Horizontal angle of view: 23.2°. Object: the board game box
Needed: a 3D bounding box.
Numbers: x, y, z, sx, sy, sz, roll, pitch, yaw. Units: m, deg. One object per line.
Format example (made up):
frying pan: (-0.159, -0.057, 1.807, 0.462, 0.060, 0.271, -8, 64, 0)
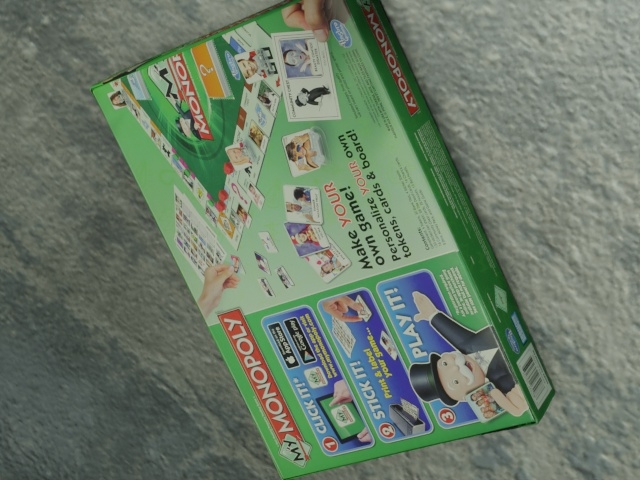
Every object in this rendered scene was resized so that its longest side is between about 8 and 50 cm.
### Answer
board game box: (0.000, 0.000, 1.064, 0.213, 0.046, 0.317, -17, 104, 32)
